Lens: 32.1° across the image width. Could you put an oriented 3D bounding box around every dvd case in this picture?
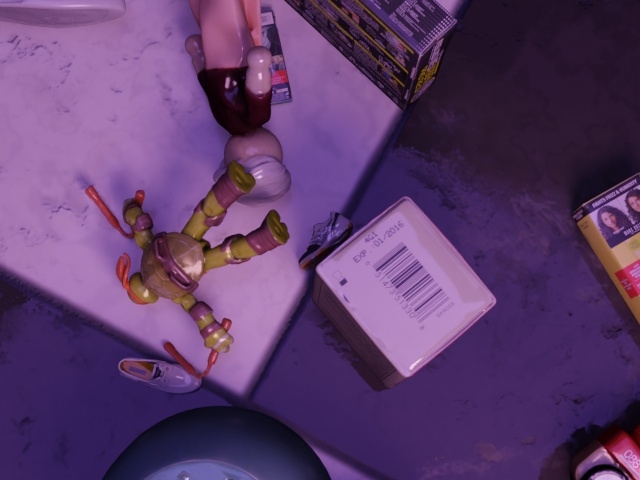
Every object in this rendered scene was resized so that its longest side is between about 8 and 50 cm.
[{"bbox_3d":[-0.088,-0.222,1.380,0.087,0.013,0.119,-12,82,-3],"label":"dvd case"}]

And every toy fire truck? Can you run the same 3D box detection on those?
[{"bbox_3d":[0.433,0.265,1.252,0.246,0.158,0.217,-41,83,3],"label":"toy fire truck"}]

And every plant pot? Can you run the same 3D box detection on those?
[{"bbox_3d":[-0.117,0.321,1.175,0.293,0.235,0.293,0,81,-1],"label":"plant pot"}]

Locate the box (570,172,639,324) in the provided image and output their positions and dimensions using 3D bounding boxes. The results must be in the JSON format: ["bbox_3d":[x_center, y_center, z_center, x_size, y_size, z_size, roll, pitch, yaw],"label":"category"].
[{"bbox_3d":[0.398,0.042,1.320,0.087,0.058,0.232,-28,82,-6],"label":"box"}]

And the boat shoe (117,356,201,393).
[{"bbox_3d":[-0.189,0.156,1.302,0.100,0.035,0.035,15,80,2],"label":"boat shoe"}]

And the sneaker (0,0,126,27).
[{"bbox_3d":[-0.378,-0.343,1.349,0.296,0.104,0.147,5,85,4],"label":"sneaker"}]

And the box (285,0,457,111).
[{"bbox_3d":[0.030,-0.287,1.291,0.270,0.216,0.060,44,82,7],"label":"box"}]

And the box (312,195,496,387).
[{"bbox_3d":[0.084,0.064,1.222,0.127,0.232,0.148,-39,83,-7],"label":"box"}]

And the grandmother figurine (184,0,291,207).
[{"bbox_3d":[-0.097,-0.202,1.277,0.104,0.208,0.342,-14,108,-12],"label":"grandmother figurine"}]

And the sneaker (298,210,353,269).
[{"bbox_3d":[0.000,0.000,1.339,0.083,0.032,0.037,-43,70,-12],"label":"sneaker"}]

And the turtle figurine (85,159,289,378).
[{"bbox_3d":[-0.158,0.006,1.266,0.217,0.087,0.269,-37,77,20],"label":"turtle figurine"}]
